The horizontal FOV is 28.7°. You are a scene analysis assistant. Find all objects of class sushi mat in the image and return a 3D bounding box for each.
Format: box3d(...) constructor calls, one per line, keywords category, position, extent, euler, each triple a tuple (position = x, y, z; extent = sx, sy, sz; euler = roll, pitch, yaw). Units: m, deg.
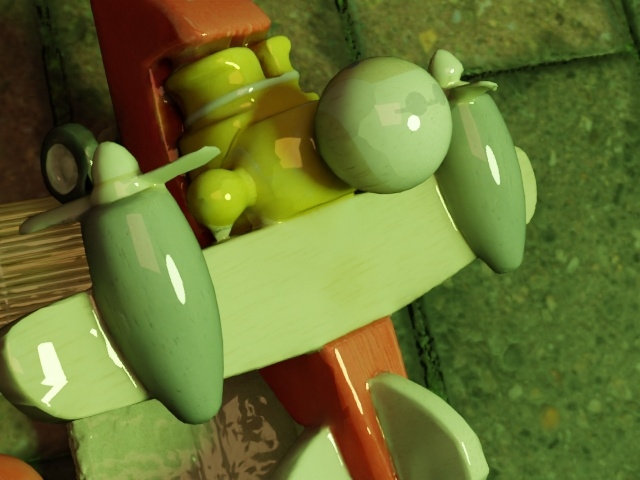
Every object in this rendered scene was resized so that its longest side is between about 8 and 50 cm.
box3d(category="sushi mat", position=(-0.116, 0.018, 0.979), extent=(0.316, 0.019, 0.152), euler=(-11, 75, -12))

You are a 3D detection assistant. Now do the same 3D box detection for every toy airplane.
box3d(category="toy airplane", position=(0.000, 0.000, 0.830), extent=(0.384, 0.272, 0.386), euler=(26, 45, -20))

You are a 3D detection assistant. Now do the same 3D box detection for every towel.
box3d(category="towel", position=(-0.076, 0.227, 0.917), extent=(0.187, 0.049, 0.282), euler=(-9, 77, -10))

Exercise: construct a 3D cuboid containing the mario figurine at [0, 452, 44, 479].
box3d(category="mario figurine", position=(-0.297, 0.282, 0.850), extent=(0.320, 0.170, 0.198), euler=(-51, 124, -7))
